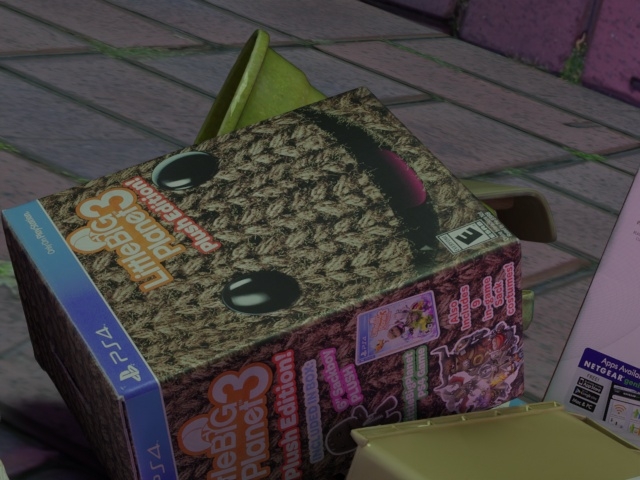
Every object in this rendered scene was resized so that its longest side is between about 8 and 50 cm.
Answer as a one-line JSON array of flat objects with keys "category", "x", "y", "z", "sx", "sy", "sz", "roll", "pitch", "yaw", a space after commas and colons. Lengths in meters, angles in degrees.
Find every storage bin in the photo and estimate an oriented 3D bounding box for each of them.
[{"category": "storage bin", "x": 0.172, "y": 0.222, "z": 1.183, "sx": 0.260, "sy": 0.123, "sz": 0.262, "roll": -2, "pitch": 24, "yaw": -46}]

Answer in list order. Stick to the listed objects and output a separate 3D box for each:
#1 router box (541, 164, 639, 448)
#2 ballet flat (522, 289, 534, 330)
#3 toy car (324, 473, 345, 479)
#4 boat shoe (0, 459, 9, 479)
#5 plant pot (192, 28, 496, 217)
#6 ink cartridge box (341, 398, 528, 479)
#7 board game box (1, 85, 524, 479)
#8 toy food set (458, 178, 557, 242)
[{"category": "router box", "x": 0.355, "y": 0.110, "z": 1.380, "sx": 0.335, "sy": 0.301, "sz": 0.082, "roll": 22, "pitch": 2, "yaw": 20}, {"category": "ballet flat", "x": 0.134, "y": 0.044, "z": 1.824, "sx": 0.168, "sy": 0.052, "sz": 0.057, "roll": 19, "pitch": 17, "yaw": 9}, {"category": "toy car", "x": 0.018, "y": 0.165, "z": 1.400, "sx": 0.040, "sy": 0.060, "sz": 0.122, "roll": -23, "pitch": -23, "yaw": 26}, {"category": "boat shoe", "x": -0.202, "y": 0.179, "z": 1.033, "sx": 0.096, "sy": 0.098, "sz": 0.277, "roll": 14, "pitch": 26, "yaw": -7}, {"category": "plant pot", "x": 0.000, "y": 0.000, "z": 1.547, "sx": 0.254, "sy": 0.276, "sz": 0.276, "roll": 26, "pitch": 16, "yaw": -7}, {"category": "ink cartridge box", "x": 0.091, "y": 0.162, "z": 1.347, "sx": 0.092, "sy": 0.090, "sz": 0.143, "roll": 29, "pitch": 20, "yaw": 35}, {"category": "board game box", "x": -0.040, "y": 0.044, "z": 1.274, "sx": 0.291, "sy": 0.141, "sz": 0.232, "roll": -21, "pitch": 40, "yaw": -18}, {"category": "toy food set", "x": 0.055, "y": -0.011, "z": 1.836, "sx": 0.306, "sy": 0.092, "sz": 0.219, "roll": -8, "pitch": 12, "yaw": -41}]
